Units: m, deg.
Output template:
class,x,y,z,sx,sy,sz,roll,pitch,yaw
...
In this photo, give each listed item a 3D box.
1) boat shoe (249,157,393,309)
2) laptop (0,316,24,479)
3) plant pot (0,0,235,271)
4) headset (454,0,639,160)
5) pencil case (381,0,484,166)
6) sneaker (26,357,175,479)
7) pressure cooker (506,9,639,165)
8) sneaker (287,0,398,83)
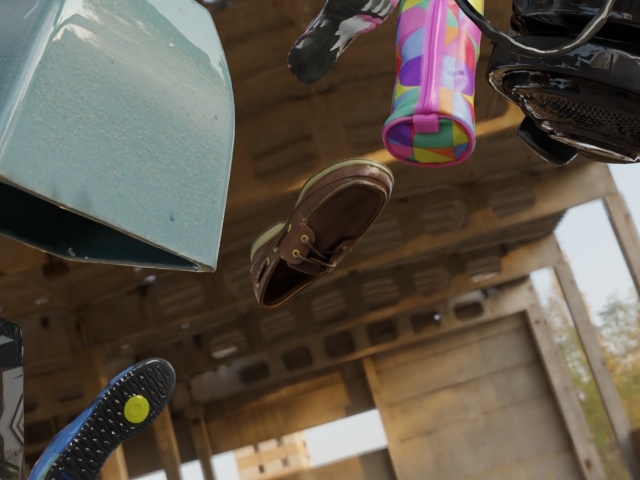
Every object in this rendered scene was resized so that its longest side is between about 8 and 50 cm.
class,x,y,z,sx,sy,sz,roll,pitch,yaw
boat shoe,-0.001,0.000,0.734,0.064,0.060,0.178,22,-40,-23
laptop,-0.181,0.084,0.391,0.136,0.234,0.264,-24,-32,22
plant pot,-0.228,-0.130,0.863,0.247,0.252,0.248,2,-18,42
headset,0.138,-0.160,0.466,0.185,0.243,0.394,19,26,27
pencil case,0.120,-0.193,0.969,0.104,0.236,0.104,5,-28,3
sneaker,-0.253,0.211,1.044,0.209,0.069,0.082,-50,25,-25
pressure cooker,0.461,-0.316,1.344,0.370,0.375,0.420,-7,-16,0
sneaker,0.026,-0.277,1.143,0.178,0.072,0.077,-39,15,18
